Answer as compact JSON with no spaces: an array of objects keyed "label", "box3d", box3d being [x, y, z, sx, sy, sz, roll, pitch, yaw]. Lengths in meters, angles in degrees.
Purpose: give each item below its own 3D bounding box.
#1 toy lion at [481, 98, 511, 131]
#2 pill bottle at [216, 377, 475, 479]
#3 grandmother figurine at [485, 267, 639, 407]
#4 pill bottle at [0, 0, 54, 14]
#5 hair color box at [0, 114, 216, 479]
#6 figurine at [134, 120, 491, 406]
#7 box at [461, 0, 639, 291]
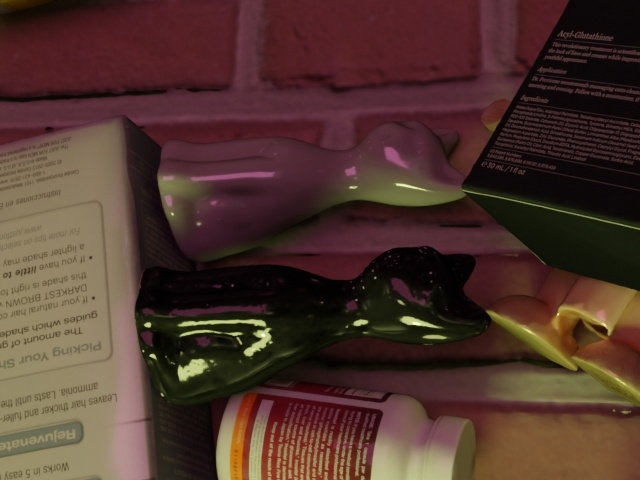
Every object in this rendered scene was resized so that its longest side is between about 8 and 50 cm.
[{"label":"toy lion","box3d":[0.155,-0.076,0.900,0.096,0.034,0.100,-27,36,26]},{"label":"pill bottle","box3d":[0.018,0.136,0.875,0.152,0.086,0.086,5,75,19]},{"label":"grandmother figurine","box3d":[0.254,-0.063,0.855,0.208,0.104,0.342,29,84,29]},{"label":"pill bottle","box3d":[-0.197,-0.238,1.050,0.184,0.103,0.103,-11,70,13]},{"label":"hair color box","box3d":[-0.179,0.121,0.927,0.185,0.113,0.374,-12,69,14]},{"label":"figurine","box3d":[0.000,0.000,0.898,0.209,0.092,0.215,-8,41,8]},{"label":"box","box3d":[0.231,-0.059,0.722,0.261,0.103,0.184,18,75,51]}]
